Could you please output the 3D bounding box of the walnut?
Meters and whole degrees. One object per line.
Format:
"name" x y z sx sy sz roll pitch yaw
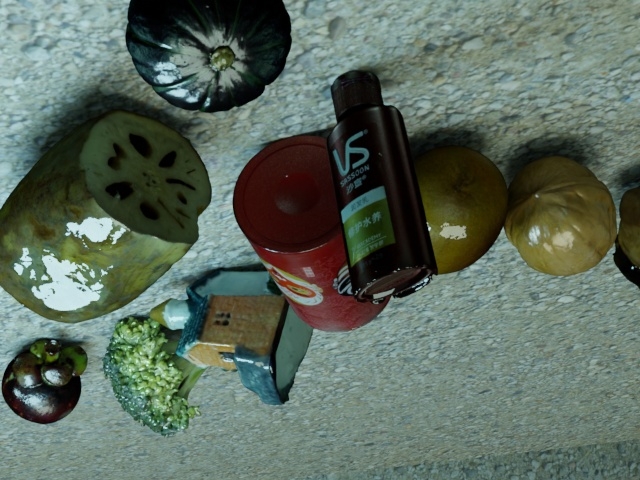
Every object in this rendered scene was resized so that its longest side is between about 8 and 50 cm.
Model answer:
"walnut" 0.398 -0.041 1.611 0.195 0.195 0.222 -22 154 23

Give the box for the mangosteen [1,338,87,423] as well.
"mangosteen" -0.565 0.291 1.989 0.184 0.172 0.172 -35 148 7

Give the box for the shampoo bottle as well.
"shampoo bottle" 0.073 -0.082 1.297 0.084 0.323 0.129 19 143 -42

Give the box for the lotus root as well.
"lotus root" -0.332 -0.020 1.384 0.250 0.250 0.346 15 141 -38

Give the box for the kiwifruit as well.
"kiwifruit" 0.199 -0.043 1.554 0.196 0.196 0.234 -6 154 -7

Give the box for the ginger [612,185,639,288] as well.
"ginger" 0.655 0.002 1.695 0.200 0.269 0.223 -17 140 -19

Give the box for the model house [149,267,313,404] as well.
"model house" -0.176 0.159 1.803 0.291 0.253 0.184 7 141 12

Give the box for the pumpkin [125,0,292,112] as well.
"pumpkin" -0.129 -0.242 1.121 0.194 0.150 0.194 -17 152 -9

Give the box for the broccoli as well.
"broccoli" -0.325 0.258 2.008 0.243 0.263 0.247 -34 -173 -5

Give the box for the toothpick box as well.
"toothpick box" 0.000 0.000 1.561 0.204 0.204 0.333 -13 152 6
